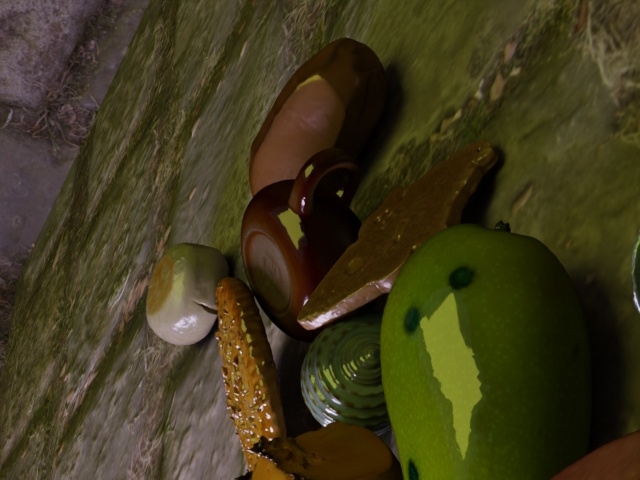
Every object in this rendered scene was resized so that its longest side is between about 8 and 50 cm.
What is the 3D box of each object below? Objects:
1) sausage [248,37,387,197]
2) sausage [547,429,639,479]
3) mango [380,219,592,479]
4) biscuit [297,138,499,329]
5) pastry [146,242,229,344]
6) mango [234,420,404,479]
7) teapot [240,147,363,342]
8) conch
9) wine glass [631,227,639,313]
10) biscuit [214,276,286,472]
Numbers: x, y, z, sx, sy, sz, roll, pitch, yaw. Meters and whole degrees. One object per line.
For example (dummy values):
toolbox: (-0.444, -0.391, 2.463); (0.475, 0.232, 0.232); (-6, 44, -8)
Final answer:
sausage: (-0.007, -0.126, 1.339); (0.241, 0.120, 0.136); (-57, -7, 27)
sausage: (0.174, 0.188, 0.635); (0.254, 0.148, 0.148); (127, 152, -50)
mango: (0.118, 0.128, 0.823); (0.175, 0.143, 0.293); (150, 124, -62)
biscuit: (0.073, 0.000, 1.071); (0.250, 0.035, 0.162); (-42, 17, 11)
pastry: (-0.196, 0.078, 1.675); (0.156, 0.092, 0.156); (-34, 49, 51)
mango: (0.027, 0.240, 0.934); (0.252, 0.126, 0.154); (38, 138, 54)
teapot: (0.000, 0.000, 1.203); (0.178, 0.135, 0.252); (46, 141, 32)
conch: (0.034, 0.122, 1.081); (0.153, 0.102, 0.135); (-26, 34, 61)
wine glass: (0.271, 0.029, 0.576); (0.231, 0.103, 0.103); (20, 91, 65)
biscuit: (-0.082, 0.162, 1.267); (0.254, 0.035, 0.254); (170, 90, -77)
